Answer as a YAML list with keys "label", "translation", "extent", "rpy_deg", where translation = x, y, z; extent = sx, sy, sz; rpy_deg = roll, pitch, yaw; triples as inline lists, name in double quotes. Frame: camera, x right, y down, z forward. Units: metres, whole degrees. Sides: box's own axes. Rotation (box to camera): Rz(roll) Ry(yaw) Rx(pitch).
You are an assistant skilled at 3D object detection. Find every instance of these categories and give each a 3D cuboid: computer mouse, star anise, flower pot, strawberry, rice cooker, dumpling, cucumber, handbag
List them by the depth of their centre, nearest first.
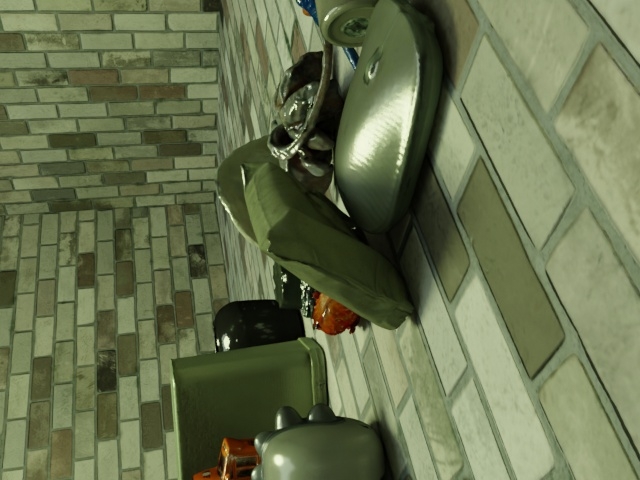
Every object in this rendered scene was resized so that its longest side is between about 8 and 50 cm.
- label: "computer mouse"
  translation: [0.076, -0.155, 0.896]
  extent: [0.331, 0.094, 0.197]
  rpy_deg: [99, 157, -44]
- label: "handbag"
  translation: [0.002, 0.001, 0.989]
  extent: [0.109, 0.253, 0.316]
  rpy_deg: [-51, 25, 8]
- label: "strawberry"
  translation: [0.033, 0.107, 1.213]
  extent: [0.188, 0.082, 0.121]
  rpy_deg: [-125, 52, -82]
- label: "star anise"
  translation: [-0.039, -0.234, 1.247]
  extent: [0.316, 0.139, 0.360]
  rpy_deg: [-161, 67, -68]
- label: "cucumber"
  translation: [-0.001, 0.046, 1.322]
  extent: [0.062, 0.077, 0.212]
  rpy_deg: [-4, 92, 61]
- label: "dumpling"
  translation: [-0.123, -0.108, 1.451]
  extent: [0.243, 0.226, 0.175]
  rpy_deg: [-107, 35, -57]
- label: "flower pot"
  translation: [-0.046, 0.086, 1.453]
  extent: [0.157, 0.106, 0.158]
  rpy_deg: [175, 90, -75]
- label: "rice cooker"
  translation: [-0.167, 0.283, 1.769]
  extent: [0.267, 0.224, 0.268]
  rpy_deg: [174, 90, -76]

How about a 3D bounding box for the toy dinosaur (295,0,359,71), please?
- label: "toy dinosaur"
  translation: [0.001, -0.349, 0.992]
  extent: [0.247, 0.075, 0.188]
  rpy_deg: [40, -147, -46]

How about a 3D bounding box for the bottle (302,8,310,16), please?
- label: "bottle"
  translation: [-0.002, -0.491, 1.165]
  extent: [0.069, 0.069, 0.187]
  rpy_deg: [-156, 64, -75]

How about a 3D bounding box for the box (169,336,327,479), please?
- label: "box"
  translation: [-0.161, 0.423, 1.535]
  extent: [0.177, 0.343, 0.352]
  rpy_deg: [-163, 69, -73]

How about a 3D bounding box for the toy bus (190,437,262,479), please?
- label: "toy bus"
  translation: [-0.107, 0.474, 1.354]
  extent: [0.143, 0.328, 0.153]
  rpy_deg: [165, 103, -77]

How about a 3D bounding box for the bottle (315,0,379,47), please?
- label: "bottle"
  translation: [0.036, -0.397, 0.933]
  extent: [0.110, 0.109, 0.234]
  rpy_deg: [121, 143, -68]

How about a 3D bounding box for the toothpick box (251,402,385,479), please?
- label: "toothpick box"
  translation: [-0.001, 0.431, 1.111]
  extent: [0.229, 0.228, 0.317]
  rpy_deg: [165, 101, -76]
